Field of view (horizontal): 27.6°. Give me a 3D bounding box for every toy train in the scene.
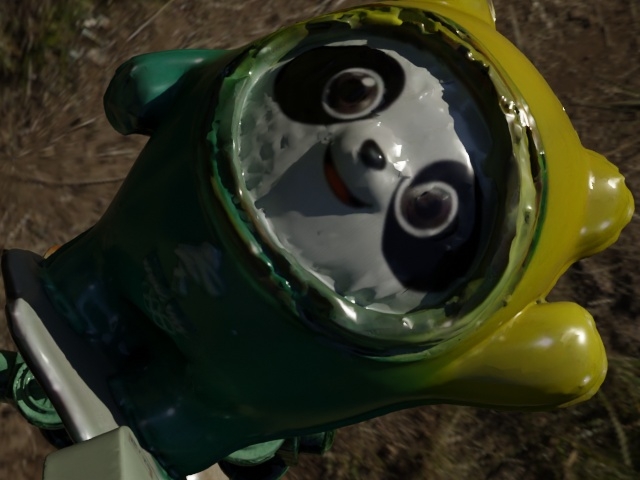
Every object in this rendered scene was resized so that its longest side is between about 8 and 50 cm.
[{"bbox_3d":[-0.120,0.093,1.048,0.285,0.116,0.177,9,67,7],"label":"toy train"}]

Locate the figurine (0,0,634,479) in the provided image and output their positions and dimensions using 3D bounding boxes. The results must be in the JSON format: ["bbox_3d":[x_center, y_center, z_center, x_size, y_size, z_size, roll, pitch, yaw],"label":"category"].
[{"bbox_3d":[0.000,0.000,0.781,0.340,0.231,0.324,-32,79,3],"label":"figurine"}]

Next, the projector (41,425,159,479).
[{"bbox_3d":[-0.053,0.254,0.611,0.079,0.259,0.257,-20,122,2],"label":"projector"}]

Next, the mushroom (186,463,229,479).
[{"bbox_3d":[-0.203,0.323,1.630,0.207,0.207,0.215,-32,126,-9],"label":"mushroom"}]
